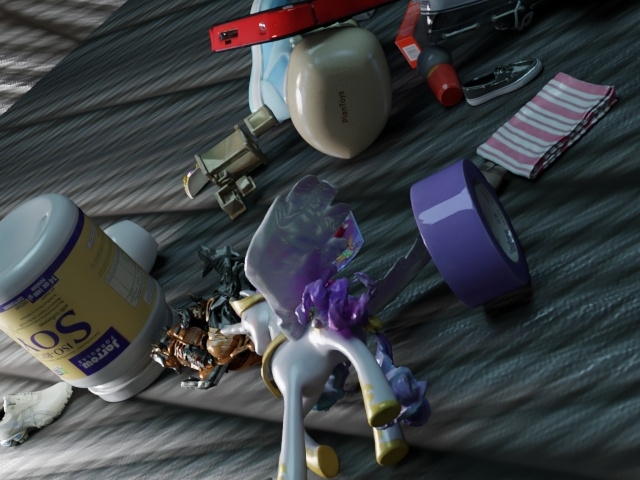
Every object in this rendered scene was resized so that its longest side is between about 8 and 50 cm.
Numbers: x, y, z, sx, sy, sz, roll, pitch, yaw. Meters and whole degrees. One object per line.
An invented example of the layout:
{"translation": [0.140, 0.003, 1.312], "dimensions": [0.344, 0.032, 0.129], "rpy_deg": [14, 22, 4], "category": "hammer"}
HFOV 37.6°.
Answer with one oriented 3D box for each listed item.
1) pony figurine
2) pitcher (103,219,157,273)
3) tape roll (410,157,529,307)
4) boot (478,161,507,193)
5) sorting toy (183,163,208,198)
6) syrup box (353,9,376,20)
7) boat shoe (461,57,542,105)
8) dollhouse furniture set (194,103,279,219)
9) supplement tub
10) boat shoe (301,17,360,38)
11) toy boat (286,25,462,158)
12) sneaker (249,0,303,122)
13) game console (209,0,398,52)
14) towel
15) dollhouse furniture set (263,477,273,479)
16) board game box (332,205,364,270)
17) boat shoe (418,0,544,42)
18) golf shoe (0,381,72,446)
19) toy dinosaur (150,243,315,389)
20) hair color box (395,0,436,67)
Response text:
{"translation": [0.010, 0.121, 1.246], "dimensions": [0.351, 0.303, 0.363], "rpy_deg": [-47, 44, 24], "category": "pony figurine"}
{"translation": [-0.432, 0.048, 1.863], "dimensions": [0.126, 0.177, 0.207], "rpy_deg": [16, 63, 42], "category": "pitcher"}
{"translation": [0.201, -0.010, 1.261], "dimensions": [0.080, 0.189, 0.189], "rpy_deg": [-27, 34, 21], "category": "tape roll"}
{"translation": [0.235, -0.091, 1.471], "dimensions": [0.087, 0.042, 0.118], "rpy_deg": [-42, 33, -13], "category": "boot"}
{"translation": [-0.274, -0.135, 2.061], "dimensions": [0.083, 0.045, 0.075], "rpy_deg": [-49, 14, -13], "category": "sorting toy"}
{"translation": [0.042, -0.612, 2.113], "dimensions": [0.096, 0.237, 0.093], "rpy_deg": [7, 56, 50], "category": "syrup box"}
{"translation": [0.309, -0.278, 1.613], "dimensions": [0.142, 0.040, 0.049], "rpy_deg": [-25, 35, 24], "category": "boat shoe"}
{"translation": [-0.130, -0.147, 1.901], "dimensions": [0.182, 0.101, 0.160], "rpy_deg": [-35, 57, 9], "category": "dollhouse furniture set"}
{"translation": [-0.423, 0.105, 1.639], "dimensions": [0.241, 0.331, 0.241], "rpy_deg": [-28, 34, 21], "category": "supplement tub"}
{"translation": [-0.016, -0.431, 2.104], "dimensions": [0.224, 0.080, 0.073], "rpy_deg": [-18, 33, 25], "category": "boat shoe"}
{"translation": [0.095, -0.282, 1.706], "dimensions": [0.319, 0.267, 0.148], "rpy_deg": [-9, 43, -6], "category": "toy boat"}
{"translation": [-0.041, -0.410, 2.004], "dimensions": [0.208, 0.127, 0.318], "rpy_deg": [-8, 77, 34], "category": "sneaker"}
{"translation": [-0.005, -0.426, 1.771], "dimensions": [0.342, 0.060, 0.387], "rpy_deg": [-19, 15, -25], "category": "game console"}
{"translation": [0.348, -0.183, 1.463], "dimensions": [0.197, 0.029, 0.144], "rpy_deg": [-42, 31, -6], "category": "towel"}
{"translation": [-0.099, 0.439, 1.075], "dimensions": [0.242, 0.161, 0.212], "rpy_deg": [-26, 52, -5], "category": "dollhouse furniture set"}
{"translation": [0.000, 0.000, 1.606], "dimensions": [0.133, 0.033, 0.168], "rpy_deg": [-34, 32, 10], "category": "board game box"}
{"translation": [0.334, -0.431, 1.711], "dimensions": [0.307, 0.104, 0.113], "rpy_deg": [-17, 24, -8], "category": "boat shoe"}
{"translation": [-0.546, 0.311, 1.751], "dimensions": [0.176, 0.086, 0.069], "rpy_deg": [-37, 30, 3], "category": "golf shoe"}
{"translation": [-0.134, 0.139, 1.516], "dimensions": [0.322, 0.164, 0.218], "rpy_deg": [3, 63, 19], "category": "toy dinosaur"}
{"translation": [0.198, -0.417, 1.869], "dimensions": [0.043, 0.072, 0.141], "rpy_deg": [-13, 40, 36], "category": "hair color box"}
